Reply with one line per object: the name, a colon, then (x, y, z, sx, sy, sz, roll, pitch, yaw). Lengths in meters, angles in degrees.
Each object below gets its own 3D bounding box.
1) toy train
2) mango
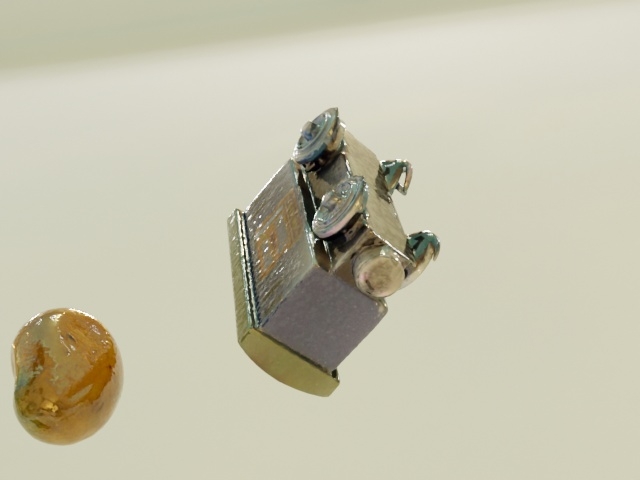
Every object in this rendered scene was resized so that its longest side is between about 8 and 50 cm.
toy train: (0.000, 0.000, 1.245, 0.202, 0.131, 0.299, -48, -158, 17)
mango: (-0.232, 0.127, 1.152, 0.089, 0.115, 0.165, -46, -148, 14)
